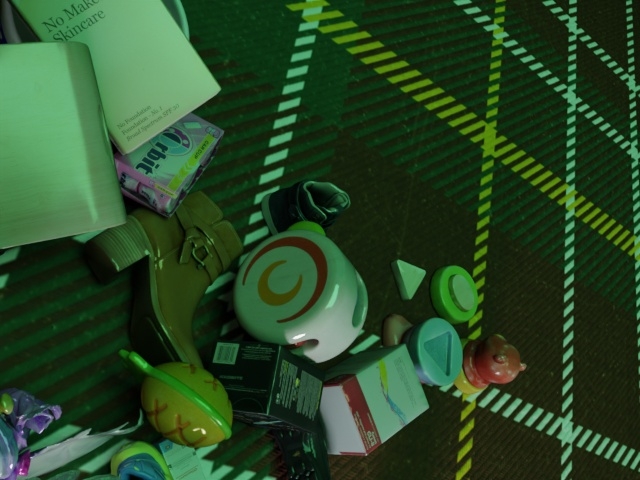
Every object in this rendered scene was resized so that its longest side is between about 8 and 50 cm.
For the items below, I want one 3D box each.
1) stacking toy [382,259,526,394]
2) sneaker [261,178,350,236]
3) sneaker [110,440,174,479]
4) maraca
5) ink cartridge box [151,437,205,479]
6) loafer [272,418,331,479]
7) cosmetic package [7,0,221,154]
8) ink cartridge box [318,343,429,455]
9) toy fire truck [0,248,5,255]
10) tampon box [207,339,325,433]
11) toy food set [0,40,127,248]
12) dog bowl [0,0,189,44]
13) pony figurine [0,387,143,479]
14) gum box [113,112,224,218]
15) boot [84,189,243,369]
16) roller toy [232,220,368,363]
[{"bbox_3d":[0.281,0.170,1.325,0.309,0.130,0.280,11,70,-37],"label":"stacking toy"},{"bbox_3d":[-0.001,0.000,1.130,0.086,0.163,0.226,-34,100,-42],"label":"sneaker"},{"bbox_3d":[-0.209,0.386,0.852,0.091,0.126,0.240,-33,91,-11],"label":"sneaker"},{"bbox_3d":[-0.195,0.208,0.863,0.185,0.127,0.099,33,57,11],"label":"maraca"},{"bbox_3d":[-0.207,0.325,0.945,0.048,0.028,0.083,-21,90,-41],"label":"ink cartridge box"},{"bbox_3d":[-0.032,0.328,1.068,0.078,0.076,0.223,33,41,-70],"label":"loafer"},{"bbox_3d":[-0.287,-0.281,0.842,0.160,0.113,0.309,-38,107,-11],"label":"cosmetic package"},{"bbox_3d":[0.076,0.275,1.125,0.176,0.128,0.127,-22,90,-41],"label":"ink cartridge box"},{"bbox_3d":[-0.471,-0.019,0.828,0.135,0.047,0.192,44,54,-19],"label":"toy fire truck"},{"bbox_3d":[-0.083,0.224,0.978,0.161,0.120,0.101,46,49,-55],"label":"tampon box"},{"bbox_3d":[-0.392,-0.099,0.729,0.306,0.092,0.220,-14,100,-26],"label":"toy food set"},{"bbox_3d":[-0.340,-0.313,0.967,0.264,0.104,0.265,5,81,-34],"label":"dog bowl"},{"bbox_3d":[-0.390,0.247,0.698,0.351,0.303,0.364,-25,97,-9],"label":"pony figurine"},{"bbox_3d":[-0.238,-0.126,0.993,0.107,0.062,0.188,28,43,-5],"label":"gum box"},{"bbox_3d":[-0.203,0.070,0.995,0.220,0.109,0.283,-34,91,-44],"label":"boot"},{"bbox_3d":[-0.030,0.094,1.024,0.209,0.191,0.146,-45,144,-3],"label":"roller toy"}]
